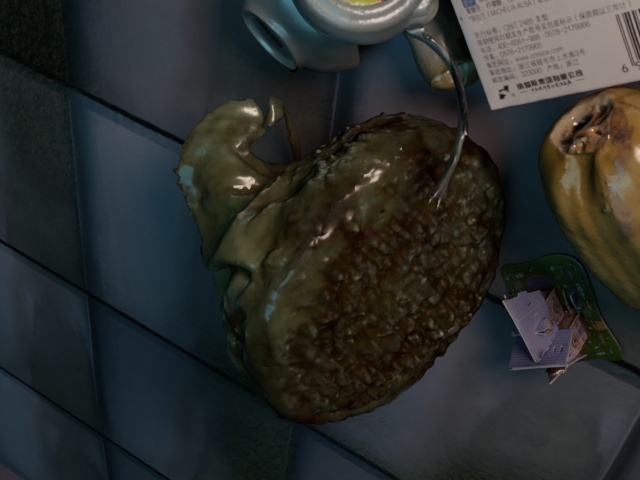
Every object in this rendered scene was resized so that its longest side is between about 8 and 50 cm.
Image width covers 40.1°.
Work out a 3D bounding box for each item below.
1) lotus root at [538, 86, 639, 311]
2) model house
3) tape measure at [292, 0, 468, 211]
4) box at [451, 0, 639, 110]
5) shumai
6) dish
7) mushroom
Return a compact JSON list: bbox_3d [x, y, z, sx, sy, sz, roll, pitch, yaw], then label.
[{"bbox_3d":[0.342,-0.015,0.889,0.169,0.151,0.343,14,156,51],"label":"lotus root"},{"bbox_3d":[0.285,0.112,1.095,0.117,0.088,0.167,-10,115,44],"label":"model house"},{"bbox_3d":[0.055,-0.188,0.869,0.164,0.084,0.330,-6,91,4],"label":"tape measure"},{"bbox_3d":[0.258,-0.253,0.799,0.274,0.116,0.203,-7,118,42],"label":"box"},{"bbox_3d":[0.000,0.000,1.102,0.348,0.395,0.395,36,144,46],"label":"shumai"},{"bbox_3d":[-0.039,-0.252,1.014,0.191,0.066,0.190,44,172,7],"label":"dish"},{"bbox_3d":[0.075,-0.274,0.951,0.278,0.096,0.099,45,141,-5],"label":"mushroom"}]
